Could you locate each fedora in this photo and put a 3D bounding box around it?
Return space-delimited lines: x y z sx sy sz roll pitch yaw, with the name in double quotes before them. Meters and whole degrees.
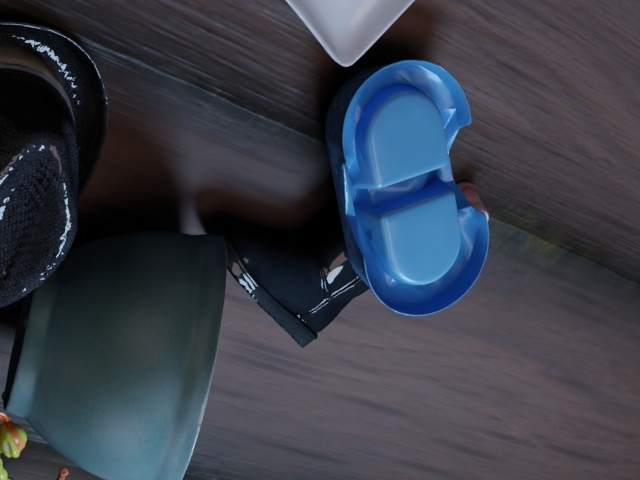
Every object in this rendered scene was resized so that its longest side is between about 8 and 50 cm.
"fedora" -0.329 -0.047 1.794 0.334 0.152 0.334 -21 139 -19

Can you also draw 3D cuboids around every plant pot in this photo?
"plant pot" -0.232 0.118 1.961 0.196 0.293 0.293 12 125 -11

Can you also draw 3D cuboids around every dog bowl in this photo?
"dog bowl" 0.093 -0.064 2.063 0.166 0.074 0.297 -19 111 -23

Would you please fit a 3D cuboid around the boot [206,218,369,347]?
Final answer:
"boot" 0.000 0.000 2.131 0.207 0.094 0.246 -40 139 2

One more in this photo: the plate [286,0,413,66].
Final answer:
"plate" 0.050 -0.348 1.838 0.278 0.045 0.277 -47 142 0

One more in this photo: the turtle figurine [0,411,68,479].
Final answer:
"turtle figurine" -0.425 0.255 2.075 0.217 0.087 0.269 -27 149 0

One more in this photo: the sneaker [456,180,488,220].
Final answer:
"sneaker" 0.151 -0.008 2.252 0.134 0.070 0.051 -41 143 6
